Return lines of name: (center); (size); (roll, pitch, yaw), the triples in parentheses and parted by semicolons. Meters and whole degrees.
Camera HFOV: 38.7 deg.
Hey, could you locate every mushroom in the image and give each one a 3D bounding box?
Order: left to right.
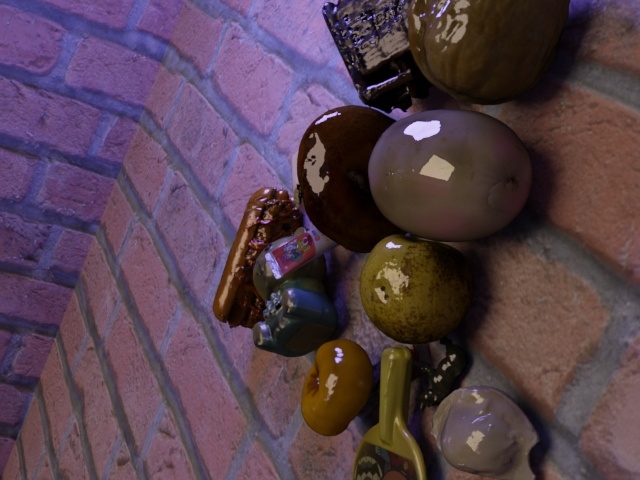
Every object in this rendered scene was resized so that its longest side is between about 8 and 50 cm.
mushroom: (0.074, -0.130, 1.756); (0.267, 0.267, 0.254); (-62, 22, 21)

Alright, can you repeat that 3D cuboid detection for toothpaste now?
toothpaste: (0.000, 0.000, 1.871); (0.234, 0.057, 0.089); (-30, 39, 0)

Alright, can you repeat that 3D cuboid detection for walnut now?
walnut: (0.278, -0.363, 1.504); (0.227, 0.283, 0.282); (-100, 31, -80)

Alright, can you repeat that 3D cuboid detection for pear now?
pear: (0.159, 0.088, 1.539); (0.197, 0.197, 0.197); (-35, 47, 48)

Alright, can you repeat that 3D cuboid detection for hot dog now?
hot dog: (-0.133, 0.047, 2.119); (0.117, 0.158, 0.348); (20, 89, 43)

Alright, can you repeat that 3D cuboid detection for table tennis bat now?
table tennis bat: (0.122, 0.365, 1.573); (0.224, 0.054, 0.368); (2, 87, 62)

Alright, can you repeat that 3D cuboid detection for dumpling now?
dumpling: (0.249, 0.287, 1.372); (0.199, 0.118, 0.136); (25, 100, 39)

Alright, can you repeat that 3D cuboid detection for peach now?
peach: (0.028, 0.267, 1.669); (0.179, 0.103, 0.179); (-162, 90, -72)

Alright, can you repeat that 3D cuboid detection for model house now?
model house: (0.194, -0.410, 1.747); (0.283, 0.317, 0.297); (-34, 75, 21)

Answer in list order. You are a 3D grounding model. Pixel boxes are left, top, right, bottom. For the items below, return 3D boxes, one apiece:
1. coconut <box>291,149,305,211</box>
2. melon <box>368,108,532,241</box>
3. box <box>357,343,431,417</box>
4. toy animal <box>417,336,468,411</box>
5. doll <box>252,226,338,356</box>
coconut: (0.007, -0.145, 1.974); (0.147, 0.147, 0.152); (-33, 50, 50)
melon: (0.210, -0.108, 1.520); (0.317, 0.223, 0.223); (12, 86, 56)
box: (0.121, 0.253, 1.678); (0.218, 0.040, 0.055); (-46, 38, 40)
toy animal: (0.203, 0.234, 1.540); (0.135, 0.047, 0.065); (-60, 40, 13)
doll: (-0.058, 0.105, 1.938); (0.177, 0.162, 0.260); (-52, 35, 32)
